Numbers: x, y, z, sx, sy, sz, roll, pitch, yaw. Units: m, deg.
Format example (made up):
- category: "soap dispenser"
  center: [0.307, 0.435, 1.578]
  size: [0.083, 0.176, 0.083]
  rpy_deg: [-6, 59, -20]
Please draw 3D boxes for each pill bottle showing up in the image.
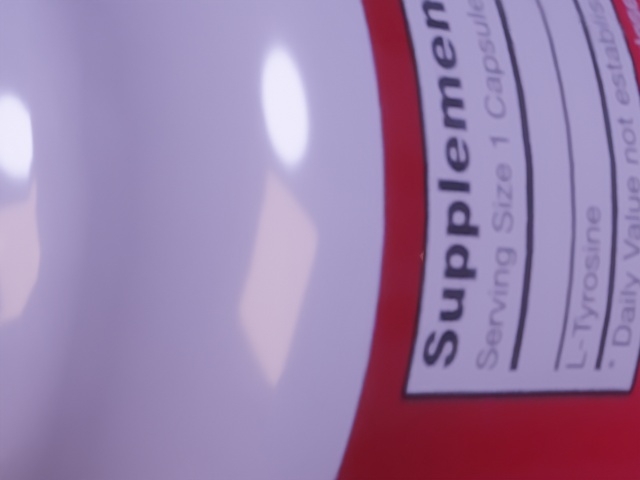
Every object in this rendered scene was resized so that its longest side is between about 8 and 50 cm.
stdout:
- category: "pill bottle"
  center: [0.000, 0.000, 0.471]
  size: [0.407, 0.229, 0.229]
  rpy_deg: [3, 101, -38]
